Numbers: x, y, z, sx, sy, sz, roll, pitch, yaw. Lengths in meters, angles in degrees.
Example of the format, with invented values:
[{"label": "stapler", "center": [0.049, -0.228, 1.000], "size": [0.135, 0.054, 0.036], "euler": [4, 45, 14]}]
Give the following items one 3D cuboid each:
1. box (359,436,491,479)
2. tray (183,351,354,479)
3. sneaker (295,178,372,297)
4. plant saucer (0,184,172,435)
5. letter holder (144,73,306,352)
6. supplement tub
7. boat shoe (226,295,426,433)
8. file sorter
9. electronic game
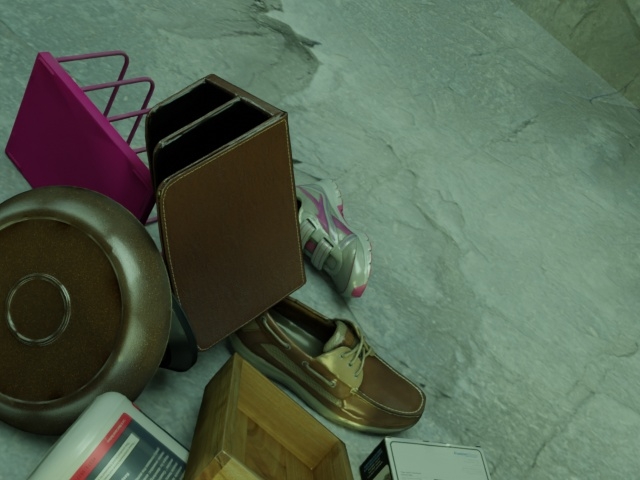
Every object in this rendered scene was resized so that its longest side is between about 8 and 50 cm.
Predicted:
[{"label": "box", "center": [0.166, 0.418, 1.290], "size": [0.169, 0.087, 0.290], "euler": [10, 45, -24]}, {"label": "tray", "center": [-0.053, 0.266, 1.119], "size": [0.203, 0.076, 0.411], "euler": [41, 4, -7]}, {"label": "sneaker", "center": [0.000, 0.000, 1.608], "size": [0.111, 0.103, 0.252], "euler": [-3, 45, -29]}, {"label": "plant saucer", "center": [-0.335, 0.084, 1.164], "size": [0.310, 0.310, 0.050], "euler": [43, 6, 13]}, {"label": "letter holder", "center": [-0.157, -0.028, 1.278], "size": [0.214, 0.301, 0.152], "euler": [-36, 50, -29]}, {"label": "supplement tub", "center": [-0.196, 0.319, 1.063], "size": [0.272, 0.191, 0.191], "euler": [41, 40, -5]}, {"label": "boat shoe", "center": [0.018, 0.179, 1.414], "size": [0.324, 0.116, 0.123], "euler": [26, 40, -6]}, {"label": "file sorter", "center": [-0.305, -0.126, 1.459], "size": [0.182, 0.202, 0.290], "euler": [-21, 62, -47]}, {"label": "electronic game", "center": [-0.245, 0.082, 1.267], "size": [0.229, 0.229, 0.048], "euler": [43, 60, 13]}]
